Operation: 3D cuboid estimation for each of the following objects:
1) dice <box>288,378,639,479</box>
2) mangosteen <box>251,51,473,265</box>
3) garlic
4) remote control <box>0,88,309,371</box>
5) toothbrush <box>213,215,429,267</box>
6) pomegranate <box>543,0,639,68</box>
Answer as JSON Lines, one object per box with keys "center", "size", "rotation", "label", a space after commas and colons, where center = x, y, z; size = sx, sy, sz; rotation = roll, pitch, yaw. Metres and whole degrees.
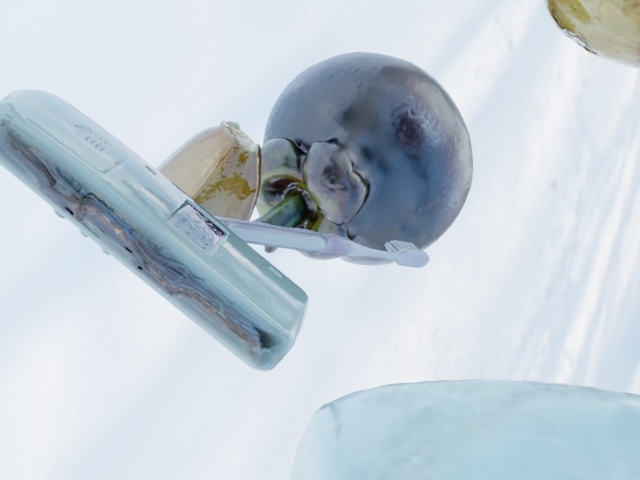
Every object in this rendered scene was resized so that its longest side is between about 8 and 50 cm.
{"center": [0.103, 0.230, 0.569], "size": [0.268, 0.263, 0.264], "rotation": [110, -12, -65], "label": "dice"}
{"center": [0.055, -0.107, 1.520], "size": [0.313, 0.297, 0.297], "rotation": [-10, 109, -74], "label": "mangosteen"}
{"center": [-0.147, -0.027, 1.241], "size": [0.206, 0.128, 0.115], "rotation": [-45, 112, -23], "label": "garlic"}
{"center": [-0.138, -0.013, 0.915], "size": [0.056, 0.296, 0.140], "rotation": [-51, -176, 12], "label": "remote control"}
{"center": [0.000, 0.000, 1.173], "size": [0.354, 0.029, 0.024], "rotation": [8, 119, -49], "label": "toothbrush"}
{"center": [0.344, -0.294, 1.150], "size": [0.260, 0.260, 0.260], "rotation": [11, 90, -69], "label": "pomegranate"}
